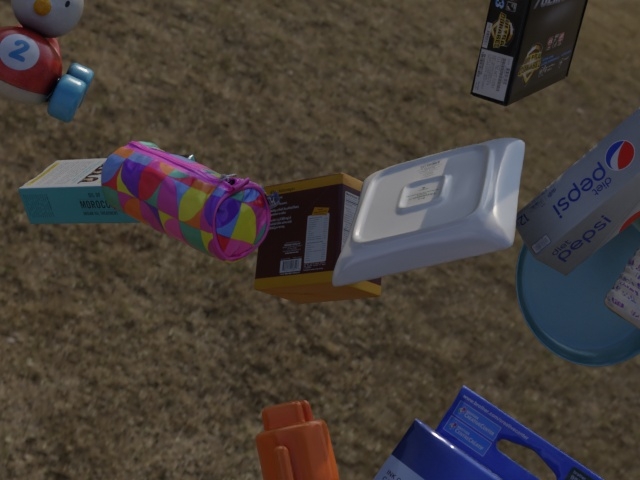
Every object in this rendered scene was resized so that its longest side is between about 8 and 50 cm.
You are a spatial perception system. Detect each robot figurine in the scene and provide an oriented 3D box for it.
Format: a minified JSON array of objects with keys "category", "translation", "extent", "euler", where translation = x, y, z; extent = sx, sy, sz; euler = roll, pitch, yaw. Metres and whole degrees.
[{"category":"robot figurine","translation":[-0.035,0.381,1.828],"extent":[0.128,0.158,0.219],"euler":[-8,78,-22]}]

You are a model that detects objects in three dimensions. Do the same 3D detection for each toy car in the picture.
[{"category":"toy car","translation":[-0.445,-0.346,1.721],"extent":[0.219,0.238,0.210],"euler":[24,15,-12]}]

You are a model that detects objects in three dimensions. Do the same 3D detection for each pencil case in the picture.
[{"category":"pencil case","translation":[-0.158,-0.052,1.279],"extent":[0.236,0.104,0.104],"euler":[19,27,41]}]

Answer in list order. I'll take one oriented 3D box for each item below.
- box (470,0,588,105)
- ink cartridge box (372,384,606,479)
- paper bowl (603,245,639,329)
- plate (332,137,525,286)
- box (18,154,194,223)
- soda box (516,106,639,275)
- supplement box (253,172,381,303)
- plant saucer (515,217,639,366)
[{"category":"box","translation":[0.360,-0.389,1.775],"extent":[0.073,0.293,0.295],"euler":[24,27,25]},{"category":"ink cartridge box","translation":[0.099,0.292,0.940],"extent":[0.186,0.311,0.065],"euler":[33,-6,33]},{"category":"paper bowl","translation":[0.432,0.080,1.053],"extent":[0.284,0.148,0.284],"euler":[33,7,-4]},{"category":"plate","translation":[0.158,-0.056,1.618],"extent":[0.045,0.277,0.278],"euler":[61,28,-28]},{"category":"box","translation":[-0.299,-0.072,1.552],"extent":[0.244,0.060,0.100],"euler":[0,29,26]},{"category":"soda box","translation":[0.431,-0.077,1.627],"extent":[0.098,0.286,0.091],"euler":[25,31,-44]},{"category":"supplement box","translation":[0.000,0.000,1.937],"extent":[0.129,0.191,0.194],"euler":[21,69,-47]},{"category":"plant saucer","translation":[0.498,0.070,1.992],"extent":[0.317,0.317,0.044],"euler":[19,-4,-11]}]
